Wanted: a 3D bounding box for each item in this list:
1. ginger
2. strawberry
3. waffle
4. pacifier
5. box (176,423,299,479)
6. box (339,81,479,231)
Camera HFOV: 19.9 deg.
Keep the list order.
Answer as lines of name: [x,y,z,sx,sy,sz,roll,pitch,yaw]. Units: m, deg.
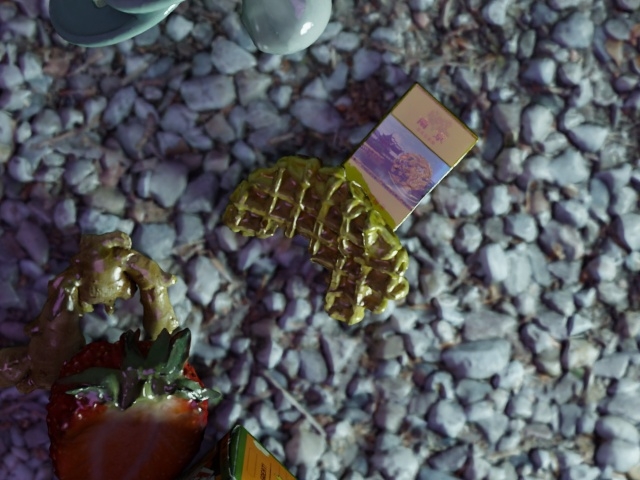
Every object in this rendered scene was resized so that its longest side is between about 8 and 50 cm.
ginger: [-0.242,0.074,1.851,0.193,0.052,0.176,0,103,-7]
strawberry: [-0.193,0.189,1.848,0.174,0.098,0.228,-10,134,-12]
waffle: [0.001,-0.002,1.819,0.149,0.051,0.194,-28,110,37]
pacifier: [-0.083,-0.271,1.697,0.343,0.288,0.269,-40,125,12]
box: [-0.108,0.315,1.833,0.195,0.177,0.148,-43,97,9]
box: [0.076,-0.074,1.830,0.087,0.023,0.155,42,99,-4]
